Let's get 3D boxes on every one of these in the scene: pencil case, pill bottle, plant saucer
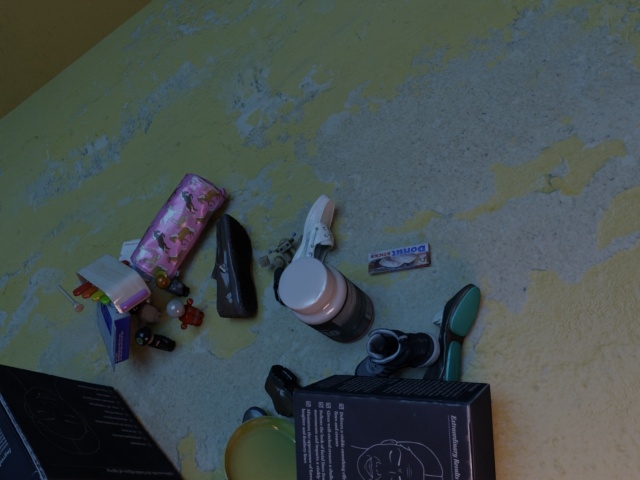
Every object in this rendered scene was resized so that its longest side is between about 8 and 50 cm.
[{"bbox_3d":[-0.485,-0.048,1.913,0.160,0.167,0.386,20,78,57],"label":"pencil case"},{"bbox_3d":[0.017,0.158,1.450,0.161,0.283,0.161,-13,61,24],"label":"pill bottle"},{"bbox_3d":[-0.129,0.564,1.397,0.241,0.240,0.037,65,145,34],"label":"plant saucer"}]

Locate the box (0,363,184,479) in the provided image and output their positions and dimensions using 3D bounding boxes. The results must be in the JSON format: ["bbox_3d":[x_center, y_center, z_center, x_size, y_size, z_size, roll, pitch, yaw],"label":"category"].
[{"bbox_3d":[-0.717,0.617,1.515,0.471,0.480,0.297,31,85,37],"label":"box"}]

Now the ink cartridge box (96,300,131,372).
[{"bbox_3d":[-0.676,0.274,1.820,0.332,0.065,0.166,38,124,53],"label":"ink cartridge box"}]

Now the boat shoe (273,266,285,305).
[{"bbox_3d":[-0.120,0.135,1.690,0.048,0.042,0.133,-26,55,19],"label":"boat shoe"}]

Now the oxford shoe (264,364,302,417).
[{"bbox_3d":[-0.069,0.445,1.498,0.227,0.082,0.096,42,113,35],"label":"oxford shoe"}]

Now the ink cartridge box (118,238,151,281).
[{"bbox_3d":[-0.657,0.067,1.993,0.092,0.090,0.143,-5,64,27],"label":"ink cartridge box"}]

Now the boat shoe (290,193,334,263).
[{"bbox_3d":[0.000,0.000,1.659,0.096,0.098,0.277,15,84,33],"label":"boat shoe"}]

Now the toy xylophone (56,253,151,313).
[{"bbox_3d":[-0.705,0.145,1.794,0.236,0.081,0.322,-32,35,-24],"label":"toy xylophone"}]

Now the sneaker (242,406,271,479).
[{"bbox_3d":[-0.176,0.585,1.448,0.111,0.121,0.300,-17,60,21],"label":"sneaker"}]

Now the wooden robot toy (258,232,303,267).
[{"bbox_3d":[-0.112,0.029,1.736,0.173,0.076,0.079,-35,18,3],"label":"wooden robot toy"}]

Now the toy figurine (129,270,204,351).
[{"bbox_3d":[-0.511,0.231,1.794,0.213,0.148,0.210,-41,54,6],"label":"toy figurine"}]

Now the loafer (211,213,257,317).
[{"bbox_3d":[-0.299,0.081,1.757,0.130,0.134,0.366,-21,58,18],"label":"loafer"}]

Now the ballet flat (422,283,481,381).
[{"bbox_3d":[0.312,0.234,1.371,0.096,0.095,0.281,4,68,47],"label":"ballet flat"}]

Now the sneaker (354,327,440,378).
[{"bbox_3d":[0.148,0.283,1.363,0.268,0.153,0.101,-34,48,37],"label":"sneaker"}]

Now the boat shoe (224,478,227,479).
[{"bbox_3d":[-0.273,0.686,1.513,0.100,0.035,0.035,-41,81,1],"label":"boat shoe"}]

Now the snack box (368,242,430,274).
[{"bbox_3d":[0.219,0.053,1.551,0.178,0.022,0.064,-11,60,25],"label":"snack box"}]

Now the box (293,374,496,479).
[{"bbox_3d":[0.162,0.464,1.211,0.395,0.212,0.294,-4,86,28],"label":"box"}]
